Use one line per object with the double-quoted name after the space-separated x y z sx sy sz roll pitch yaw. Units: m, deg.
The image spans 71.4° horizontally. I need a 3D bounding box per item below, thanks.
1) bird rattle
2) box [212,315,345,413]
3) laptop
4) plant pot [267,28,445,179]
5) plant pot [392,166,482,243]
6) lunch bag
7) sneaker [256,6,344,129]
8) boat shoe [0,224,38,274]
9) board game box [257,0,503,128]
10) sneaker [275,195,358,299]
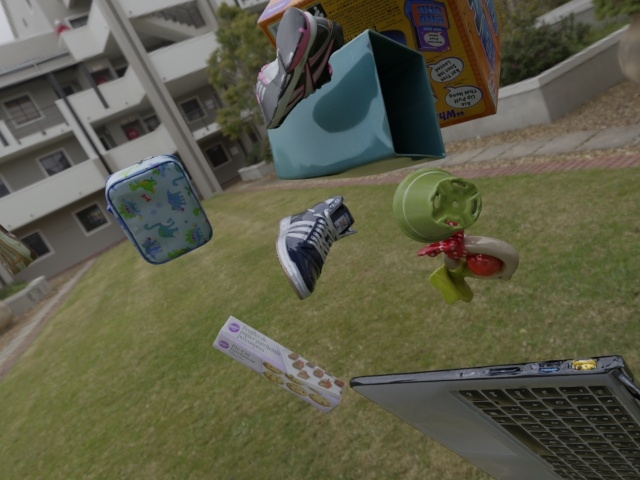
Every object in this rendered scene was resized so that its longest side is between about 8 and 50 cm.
0.340 0.029 1.014 0.206 0.253 0.143 3 53 21 "bird rattle"
-0.097 0.296 1.057 0.067 0.324 0.063 -56 3 39 "box"
0.273 0.291 0.393 0.407 0.382 0.236 -19 42 40 "laptop"
0.037 -0.177 0.691 0.234 0.166 0.165 -12 0 38 "plant pot"
0.123 -0.036 0.450 0.083 0.083 0.079 -28 5 -3 "plant pot"
-0.353 -0.067 0.974 0.176 0.219 0.090 -28 32 -12 "lunch bag"
-0.024 -0.202 0.559 0.077 0.072 0.178 -8 -16 -27 "sneaker"
-0.672 -0.006 0.893 0.072 0.190 0.068 -54 9 -28 "boat shoe"
0.157 -0.469 0.952 0.356 0.356 0.356 -8 49 34 "board game box"
0.000 0.000 0.872 0.153 0.099 0.282 -23 25 5 "sneaker"
